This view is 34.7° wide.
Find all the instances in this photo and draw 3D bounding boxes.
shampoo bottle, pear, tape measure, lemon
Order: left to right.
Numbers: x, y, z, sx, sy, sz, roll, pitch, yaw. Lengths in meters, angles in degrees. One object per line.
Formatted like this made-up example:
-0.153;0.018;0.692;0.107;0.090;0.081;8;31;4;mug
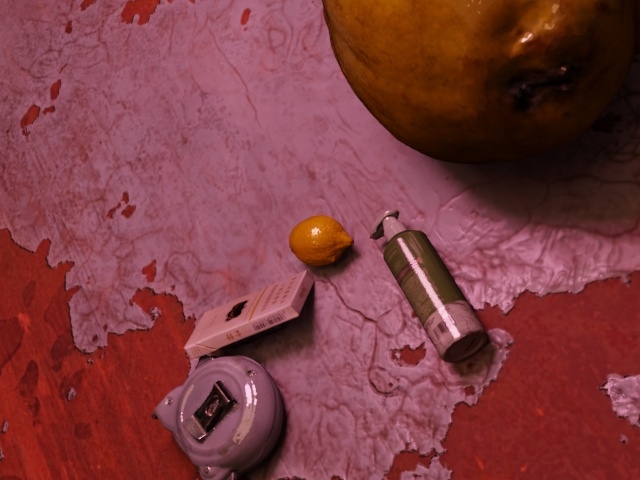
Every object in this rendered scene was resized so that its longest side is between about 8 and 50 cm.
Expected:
-0.074;0.266;1.230;0.330;0.084;0.164;41;101;38;tape measure
0.000;0.000;1.297;0.092;0.065;0.065;-1;72;33;lemon
0.120;0.047;1.201;0.065;0.065;0.204;-39;56;15;shampoo bottle
0.167;-0.267;1.123;0.352;0.352;0.413;-51;46;7;pear

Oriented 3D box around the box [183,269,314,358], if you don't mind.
-0.091;0.094;1.312;0.167;0.024;0.090;-24;19;24;box
